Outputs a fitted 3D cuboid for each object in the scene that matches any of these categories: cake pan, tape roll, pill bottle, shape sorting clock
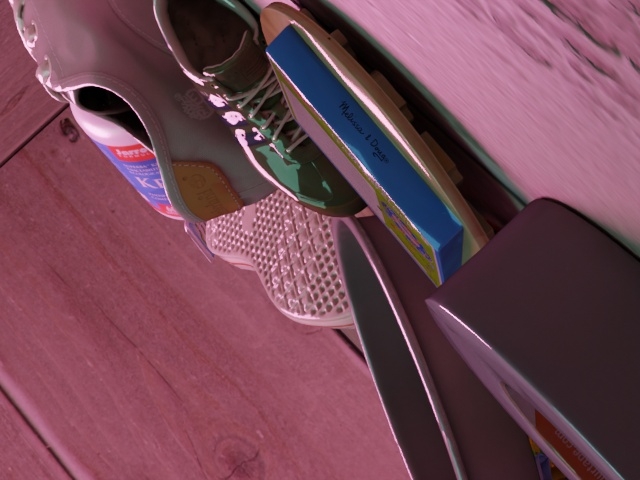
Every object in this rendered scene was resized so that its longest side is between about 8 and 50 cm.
[{"bbox_3d":[0.082,0.107,1.288,0.293,0.054,0.293,161,90,-84],"label":"cake pan"},{"bbox_3d":[0.147,0.084,0.883,0.219,0.072,0.219,47,176,5],"label":"tape roll"},{"bbox_3d":[-0.154,-0.121,1.756,0.124,0.124,0.221,45,176,37],"label":"pill bottle"},{"bbox_3d":[0.036,-0.045,1.031,0.206,0.040,0.206,51,177,4],"label":"shape sorting clock"}]

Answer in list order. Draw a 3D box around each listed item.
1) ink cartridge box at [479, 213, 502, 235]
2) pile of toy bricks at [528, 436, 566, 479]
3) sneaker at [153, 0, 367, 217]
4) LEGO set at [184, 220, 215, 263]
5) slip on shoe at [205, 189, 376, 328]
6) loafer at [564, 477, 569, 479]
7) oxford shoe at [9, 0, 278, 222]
[{"bbox_3d":[0.126,0.057,1.079,0.179,0.045,0.145,47,177,-30],"label":"ink cartridge box"},{"bbox_3d":[0.169,0.171,1.472,0.212,0.118,0.105,35,-138,-65],"label":"pile of toy bricks"},{"bbox_3d":[-0.043,-0.095,1.214,0.192,0.064,0.086,50,-178,15],"label":"sneaker"},{"bbox_3d":[-0.142,-0.105,1.988,0.182,0.060,0.244,54,-166,-21],"label":"LEGO set"},{"bbox_3d":[0.000,0.000,1.565,0.101,0.123,0.331,13,-176,-21],"label":"slip on shoe"},{"bbox_3d":[0.191,0.188,1.182,0.076,0.078,0.223,39,-178,29],"label":"loafer"},{"bbox_3d":[-0.172,-0.175,1.401,0.449,0.130,0.169,47,178,29],"label":"oxford shoe"}]
